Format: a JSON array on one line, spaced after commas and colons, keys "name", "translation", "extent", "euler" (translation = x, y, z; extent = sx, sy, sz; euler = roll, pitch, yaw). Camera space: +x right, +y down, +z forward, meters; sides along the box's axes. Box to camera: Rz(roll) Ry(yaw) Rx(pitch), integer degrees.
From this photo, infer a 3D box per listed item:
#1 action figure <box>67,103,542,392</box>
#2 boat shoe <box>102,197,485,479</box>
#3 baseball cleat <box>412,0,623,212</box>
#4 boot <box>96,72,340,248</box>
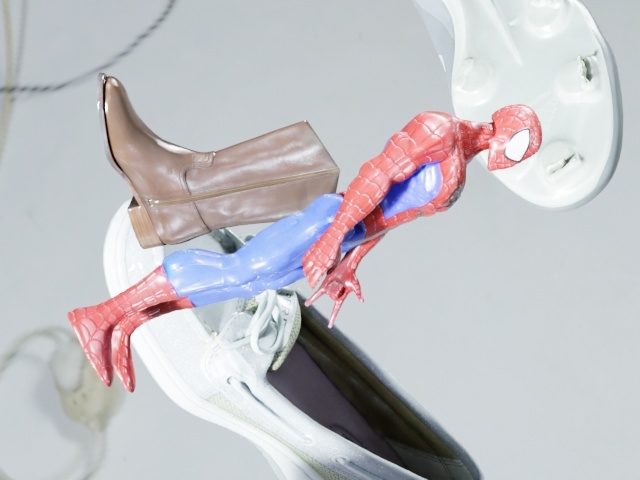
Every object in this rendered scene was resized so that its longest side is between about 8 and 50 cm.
[{"name": "action figure", "translation": [0.000, 0.000, 0.347], "extent": [0.115, 0.038, 0.030], "euler": [-32, 74, 0]}, {"name": "boat shoe", "translation": [-0.015, 0.083, 0.988], "extent": [0.103, 0.320, 0.118], "euler": [-23, 30, 31]}, {"name": "baseball cleat", "translation": [0.088, -0.086, 0.664], "extent": [0.072, 0.109, 0.206], "euler": [-30, 56, 16]}, {"name": "boot", "translation": [-0.051, -0.050, 0.779], "extent": [0.114, 0.106, 0.037], "euler": [-11, 32, 8]}]
